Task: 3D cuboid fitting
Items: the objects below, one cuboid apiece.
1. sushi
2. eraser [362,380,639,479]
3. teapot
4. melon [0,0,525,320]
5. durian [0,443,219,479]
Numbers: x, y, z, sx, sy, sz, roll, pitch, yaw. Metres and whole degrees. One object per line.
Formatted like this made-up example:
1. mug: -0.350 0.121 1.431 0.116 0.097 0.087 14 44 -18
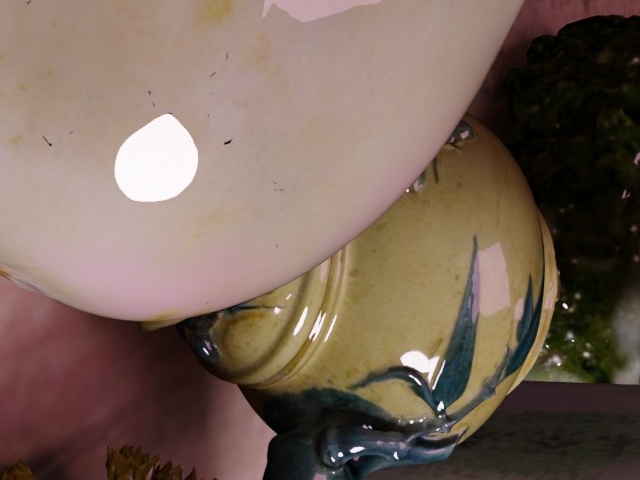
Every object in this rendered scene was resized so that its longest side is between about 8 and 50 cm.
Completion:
1. sushi: 0.228 0.020 0.972 0.294 0.178 0.352 -24 114 -55
2. eraser: 0.104 0.130 0.700 0.174 0.227 0.081 -31 116 -57
3. teapot: 0.000 0.000 0.612 0.182 0.173 0.270 9 70 -35
4. melon: -0.031 -0.125 0.465 0.317 0.223 0.223 -62 142 -15
5. durian: -0.057 0.202 0.506 0.193 0.137 0.237 -52 133 -50
